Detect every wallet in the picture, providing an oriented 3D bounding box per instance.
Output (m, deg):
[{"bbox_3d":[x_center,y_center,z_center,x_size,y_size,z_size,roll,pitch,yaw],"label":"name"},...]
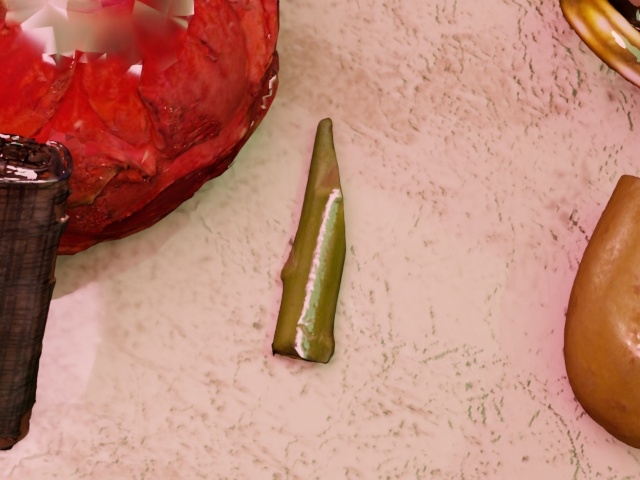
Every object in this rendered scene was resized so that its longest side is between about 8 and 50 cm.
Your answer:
[{"bbox_3d":[-0.243,0.038,0.858,0.169,0.317,0.044,7,56,-12],"label":"wallet"}]

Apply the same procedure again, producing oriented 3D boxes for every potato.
[{"bbox_3d":[0.253,0.075,1.036,0.203,0.178,0.158,34,92,-20],"label":"potato"}]

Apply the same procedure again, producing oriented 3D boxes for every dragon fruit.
[{"bbox_3d":[-0.160,-0.136,0.909,0.295,0.301,0.296,2,85,-20],"label":"dragon fruit"}]

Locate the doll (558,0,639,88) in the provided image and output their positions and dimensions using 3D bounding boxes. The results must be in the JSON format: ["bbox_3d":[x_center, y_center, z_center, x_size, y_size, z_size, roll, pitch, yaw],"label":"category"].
[{"bbox_3d":[0.362,-0.143,1.084,0.340,0.209,0.318,53,43,-2],"label":"doll"}]

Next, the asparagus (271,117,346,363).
[{"bbox_3d":[0.000,0.000,1.048,0.041,0.045,0.178,21,75,-42],"label":"asparagus"}]
